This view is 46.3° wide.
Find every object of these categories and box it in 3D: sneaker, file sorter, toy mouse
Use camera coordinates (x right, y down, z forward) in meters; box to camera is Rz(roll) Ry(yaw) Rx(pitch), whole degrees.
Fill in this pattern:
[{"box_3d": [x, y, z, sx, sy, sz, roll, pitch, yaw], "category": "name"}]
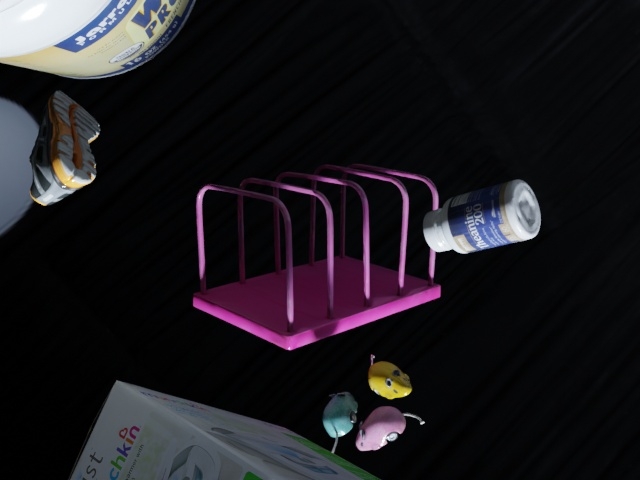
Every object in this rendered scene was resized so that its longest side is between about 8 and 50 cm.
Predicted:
[{"box_3d": [-0.365, -0.133, 1.041, 0.084, 0.083, 0.215, 39, -158, -35], "category": "sneaker"}, {"box_3d": [0.000, 0.000, 1.026, 0.202, 0.291, 0.182, 16, 111, 44], "category": "file sorter"}, {"box_3d": [0.045, 0.197, 0.852, 0.031, 0.143, 0.161, 53, 165, -26], "category": "toy mouse"}]

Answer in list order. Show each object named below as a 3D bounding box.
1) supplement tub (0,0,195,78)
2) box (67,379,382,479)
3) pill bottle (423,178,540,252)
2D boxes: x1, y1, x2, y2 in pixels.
[{"box_3d": [-0.226, -0.248, 0.570, 0.228, 0.228, 0.316, 49, -173, -5], "category": "supplement tub"}, {"box_3d": [-0.054, 0.249, 0.680, 0.231, 0.126, 0.262, 18, 170, 41], "category": "box"}, {"box_3d": [0.178, -0.023, 0.839, 0.120, 0.067, 0.067, -16, 120, 41], "category": "pill bottle"}]
